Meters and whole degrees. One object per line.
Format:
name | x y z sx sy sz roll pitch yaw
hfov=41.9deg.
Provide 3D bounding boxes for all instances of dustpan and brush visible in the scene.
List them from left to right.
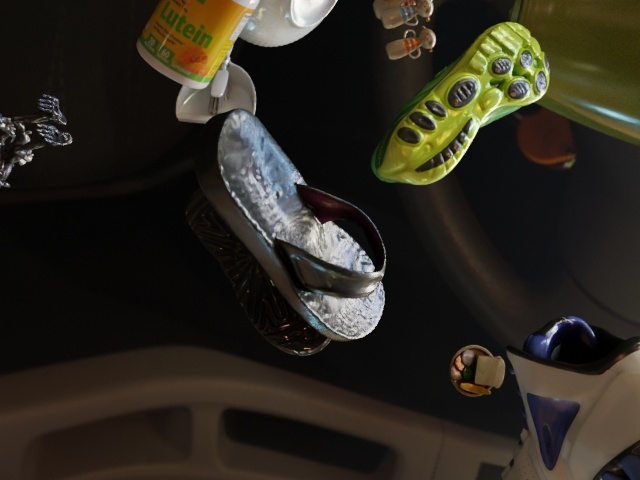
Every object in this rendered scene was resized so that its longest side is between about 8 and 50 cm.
dustpan and brush | -0.187 -0.312 1.590 0.147 0.211 0.060 5 138 1

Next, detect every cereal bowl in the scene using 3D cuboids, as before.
cereal bowl | -0.055 -0.546 1.737 0.339 0.141 0.339 -39 154 -23

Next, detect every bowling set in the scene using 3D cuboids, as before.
bowling set | 0.206 -0.577 1.978 0.154 0.200 0.287 -19 100 1

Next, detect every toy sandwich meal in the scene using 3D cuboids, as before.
toy sandwich meal | 0.237 0.198 1.261 0.086 0.085 0.029 -28 -179 -15

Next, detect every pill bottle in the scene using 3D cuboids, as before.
pill bottle | -0.184 -0.384 1.361 0.136 0.136 0.245 14 119 -45

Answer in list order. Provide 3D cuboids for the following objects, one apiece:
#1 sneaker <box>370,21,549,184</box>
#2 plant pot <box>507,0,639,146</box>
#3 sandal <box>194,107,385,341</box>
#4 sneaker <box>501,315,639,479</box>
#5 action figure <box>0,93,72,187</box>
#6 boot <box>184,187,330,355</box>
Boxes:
sneaker | 0.165 -0.169 1.015 0.295 0.123 0.109 -39 104 -26
plant pot | 0.497 -0.338 1.412 0.353 0.366 0.366 12 130 4
sandal | -0.001 0.001 1.104 0.107 0.167 0.446 -8 145 29
sneaker | 0.239 0.176 0.788 0.127 0.182 0.315 -12 152 -28
action figure | -0.608 -0.181 1.581 0.276 0.164 0.141 -24 150 23
boot | -0.071 0.071 1.377 0.131 0.348 0.260 -34 153 -4
